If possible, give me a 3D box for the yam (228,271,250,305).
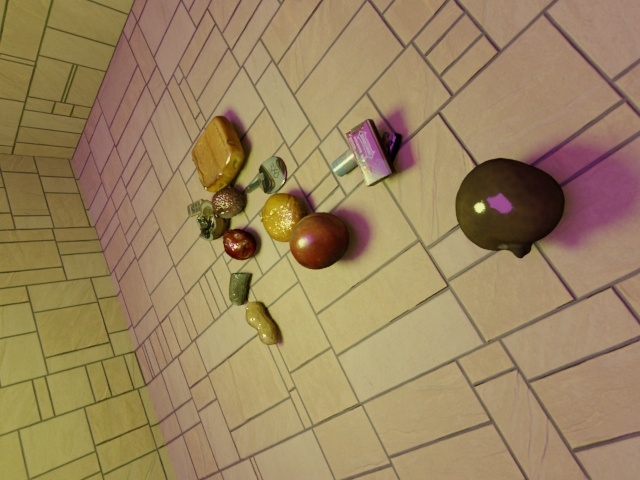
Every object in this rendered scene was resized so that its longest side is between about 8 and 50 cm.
[{"bbox_3d":[-0.437,0.248,2.147,0.107,0.107,0.184,21,108,37],"label":"yam"}]

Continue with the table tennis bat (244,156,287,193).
[{"bbox_3d":[-0.277,-0.306,2.015,0.300,0.022,0.174,-21,80,38],"label":"table tennis bat"}]

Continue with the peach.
[{"bbox_3d":[0.000,0.000,1.656,0.252,0.252,0.253,4,96,40],"label":"peach"}]

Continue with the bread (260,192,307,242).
[{"bbox_3d":[-0.160,-0.105,1.852,0.239,0.139,0.240,4,97,40],"label":"bread"}]

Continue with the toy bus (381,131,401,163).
[{"bbox_3d":[0.250,-0.330,1.539,0.072,0.057,0.172,34,114,42],"label":"toy bus"}]

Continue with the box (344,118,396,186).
[{"bbox_3d":[0.186,-0.324,1.502,0.120,0.069,0.224,-27,84,33],"label":"box"}]

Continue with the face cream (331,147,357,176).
[{"bbox_3d":[0.145,-0.346,1.615,0.229,0.075,0.075,-35,71,36],"label":"face cream"}]

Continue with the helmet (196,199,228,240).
[{"bbox_3d":[-0.585,-0.107,2.222,0.198,0.129,0.225,-11,80,43],"label":"helmet"}]

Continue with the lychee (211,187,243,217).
[{"bbox_3d":[-0.485,-0.193,2.098,0.164,0.198,0.165,5,127,7],"label":"lychee"}]

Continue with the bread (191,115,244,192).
[{"bbox_3d":[-0.526,-0.454,2.136,0.328,0.147,0.337,-46,60,30],"label":"bread"}]

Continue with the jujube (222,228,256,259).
[{"bbox_3d":[-0.429,0.009,2.085,0.236,0.167,0.168,35,116,52],"label":"jujube"}]

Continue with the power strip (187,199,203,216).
[{"bbox_3d":[-0.754,-0.192,2.426,0.168,0.028,0.076,-15,85,40],"label":"power strip"}]

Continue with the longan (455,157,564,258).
[{"bbox_3d":[0.548,-0.096,1.183,0.300,0.243,0.301,31,129,47],"label":"longan"}]

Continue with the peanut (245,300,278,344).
[{"bbox_3d":[-0.298,0.419,2.034,0.263,0.117,0.101,50,144,23],"label":"peanut"}]
